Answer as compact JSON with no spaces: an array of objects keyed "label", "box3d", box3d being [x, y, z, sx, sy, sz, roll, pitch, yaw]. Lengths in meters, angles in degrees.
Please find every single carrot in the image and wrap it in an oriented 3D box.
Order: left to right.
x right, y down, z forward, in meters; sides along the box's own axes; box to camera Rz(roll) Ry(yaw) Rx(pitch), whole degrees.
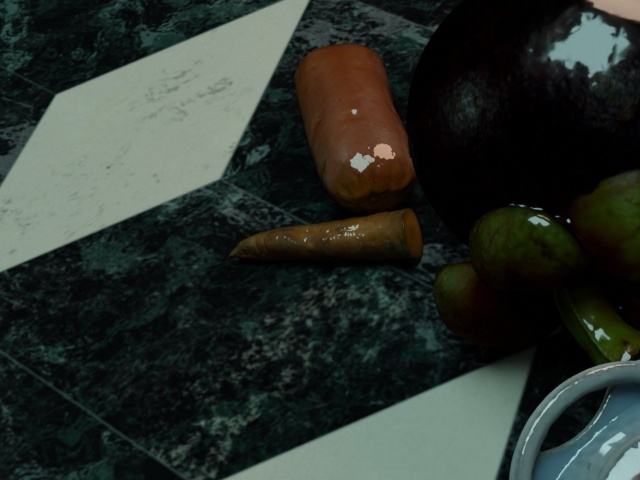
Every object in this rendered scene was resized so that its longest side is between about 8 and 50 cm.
[{"label":"carrot","box3d":[0.000,0.000,2.020,0.224,0.057,0.057,-4,44,22]}]

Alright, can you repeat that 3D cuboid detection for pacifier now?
[{"label":"pacifier","box3d":[0.259,0.218,1.616,0.279,0.227,0.207,-41,4,-15]}]

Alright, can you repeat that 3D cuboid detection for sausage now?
[{"label":"sausage","box3d":[0.040,-0.122,2.089,0.113,0.113,0.259,-17,40,3]}]

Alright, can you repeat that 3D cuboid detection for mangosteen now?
[{"label":"mangosteen","box3d":[0.270,-0.069,1.797,0.382,0.382,0.435,0,84,21]}]
